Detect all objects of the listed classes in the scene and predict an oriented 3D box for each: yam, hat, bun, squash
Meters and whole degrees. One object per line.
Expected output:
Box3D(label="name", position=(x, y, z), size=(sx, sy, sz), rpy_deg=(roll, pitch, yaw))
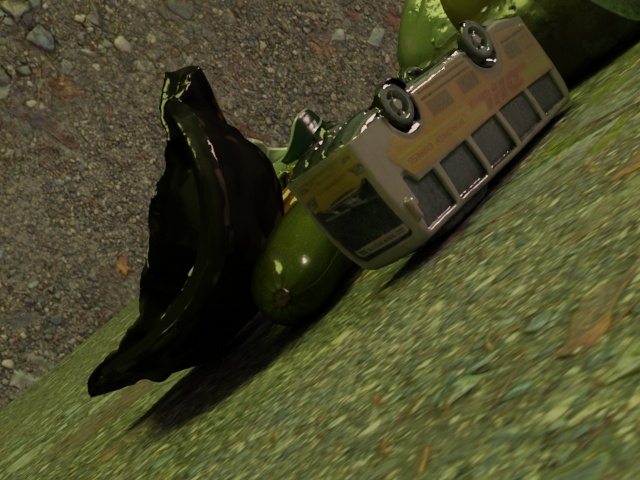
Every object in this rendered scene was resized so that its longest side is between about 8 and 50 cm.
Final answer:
Box3D(label="yam", position=(0.193, -0.192, 1.676), size=(0.330, 0.133, 0.133), rpy_deg=(-36, 6, 24))
Box3D(label="hat", position=(-0.103, 0.012, 1.557), size=(0.382, 0.257, 0.366), rpy_deg=(17, 95, 61))
Box3D(label="bun", position=(0.223, -0.333, 2.148), size=(0.293, 0.187, 0.293), rpy_deg=(-28, 1, 1))
Box3D(label="squash", position=(0.000, 0.000, 1.548), size=(0.094, 0.094, 0.341), rpy_deg=(-35, 10, 26))

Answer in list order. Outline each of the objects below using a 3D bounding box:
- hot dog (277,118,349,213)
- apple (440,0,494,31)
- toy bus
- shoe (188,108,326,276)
Box3D(label="hot dog", position=(0.048, -0.105, 2.029), size=(0.337, 0.100, 0.135), rpy_deg=(-39, 7, -23))
Box3D(label="apple", position=(0.263, -0.338, 1.832), size=(0.262, 0.262, 0.262), rpy_deg=(-37, 5, 4))
Box3D(label="toy bus", position=(0.105, -0.098, 1.405), size=(0.097, 0.138, 0.342), rpy_deg=(-31, 7, 41))
Box3D(label="shoe", position=(-0.099, -0.053, 2.237), size=(0.363, 0.160, 0.132), rpy_deg=(-34, 5, 30))
